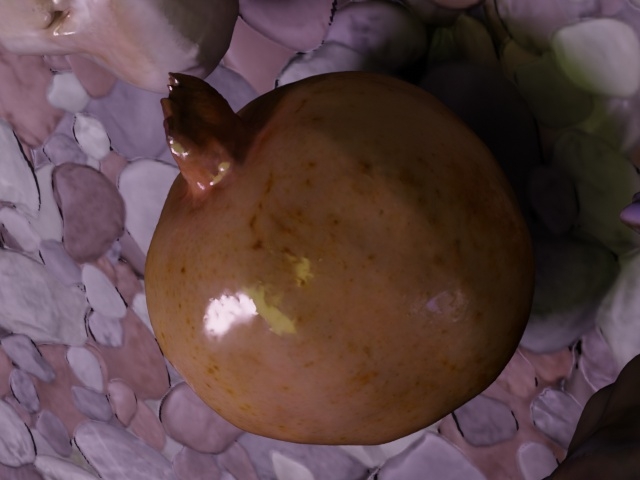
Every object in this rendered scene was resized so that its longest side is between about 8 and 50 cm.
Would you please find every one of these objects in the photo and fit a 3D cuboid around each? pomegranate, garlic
[{"bbox_3d":[0.011,0.011,0.823,0.207,0.207,0.207,20,126,30],"label":"pomegranate"},{"bbox_3d":[-0.127,-0.212,0.821,0.185,0.203,0.281,-21,84,5],"label":"garlic"}]

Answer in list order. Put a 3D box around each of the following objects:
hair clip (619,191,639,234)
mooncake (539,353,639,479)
[{"bbox_3d":[0.261,0.009,0.689,0.292,0.106,0.084,2,130,43],"label":"hair clip"},{"bbox_3d":[0.230,0.190,0.776,0.290,0.161,0.290,19,126,29],"label":"mooncake"}]
